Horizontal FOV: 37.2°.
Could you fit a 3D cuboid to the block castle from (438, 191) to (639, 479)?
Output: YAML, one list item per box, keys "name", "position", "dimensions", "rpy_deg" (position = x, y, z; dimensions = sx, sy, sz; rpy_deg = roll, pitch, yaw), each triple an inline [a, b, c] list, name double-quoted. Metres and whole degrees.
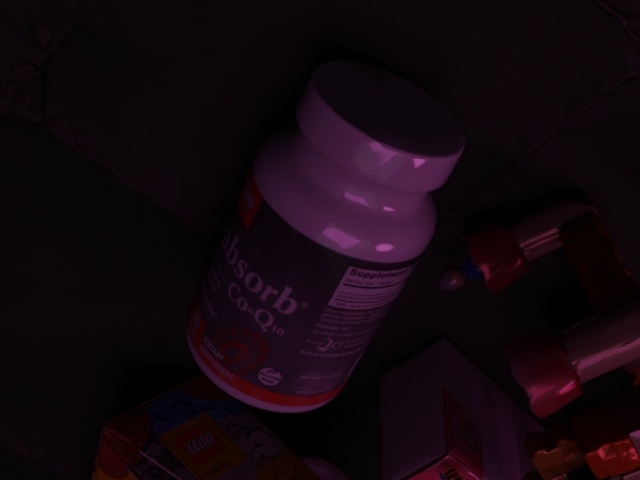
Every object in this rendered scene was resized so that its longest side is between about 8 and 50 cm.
- name: "block castle"
  position: [0.324, 0.199, 1.128]
  dimensions: [0.213, 0.303, 0.453]
  rpy_deg: [-27, 121, 12]

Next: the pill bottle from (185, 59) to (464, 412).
- name: "pill bottle"
  position: [0.000, 0.000, 1.047]
  dimensions: [0.210, 0.210, 0.363]
  rpy_deg: [19, 124, -12]

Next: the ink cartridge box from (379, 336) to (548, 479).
- name: "ink cartridge box"
  position: [0.211, 0.297, 1.257]
  dimensions: [0.117, 0.207, 0.283]
  rpy_deg: [-36, 117, 26]

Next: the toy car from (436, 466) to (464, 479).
- name: "toy car"
  position: [0.116, 0.298, 1.122]
  dimensions: [0.122, 0.060, 0.040]
  rpy_deg: [-32, 76, 10]

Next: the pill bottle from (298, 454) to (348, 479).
- name: "pill bottle"
  position: [-0.047, 0.431, 1.415]
  dimensions: [0.121, 0.121, 0.221]
  rpy_deg: [22, 124, -14]

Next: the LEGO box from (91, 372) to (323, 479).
- name: "LEGO box"
  position: [-0.153, 0.500, 1.310]
  dimensions: [0.372, 0.193, 0.500]
  rpy_deg: [39, 130, 26]
